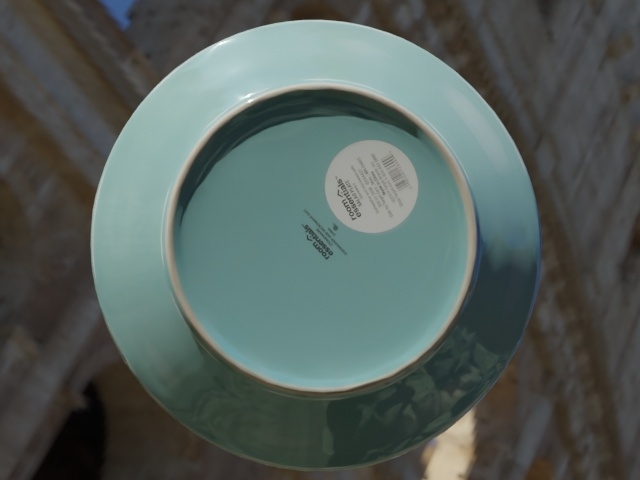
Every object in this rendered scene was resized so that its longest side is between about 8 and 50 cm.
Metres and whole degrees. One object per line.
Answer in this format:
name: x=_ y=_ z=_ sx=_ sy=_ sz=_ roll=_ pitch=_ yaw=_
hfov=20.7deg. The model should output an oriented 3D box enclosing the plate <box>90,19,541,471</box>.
plate: x=0.000 y=0.000 z=0.716 sx=0.188 sy=0.188 sz=0.024 roll=29 pitch=-7 yaw=-1
